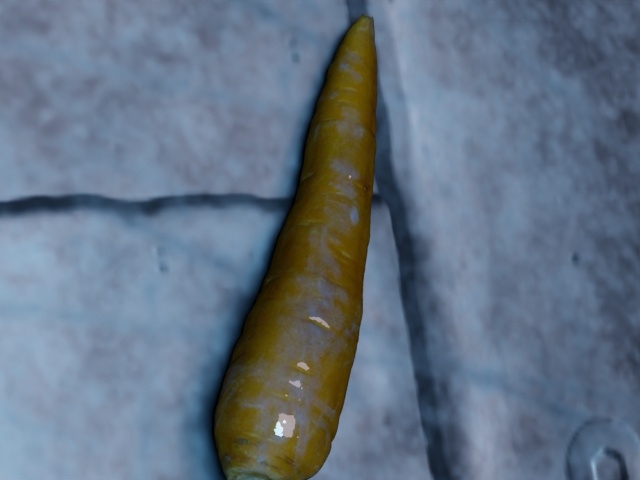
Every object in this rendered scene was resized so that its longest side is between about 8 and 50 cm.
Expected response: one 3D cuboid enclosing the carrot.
[{"bbox_3d":[0.000,0.000,0.780,0.048,0.048,0.216,28,59,-25],"label":"carrot"}]
